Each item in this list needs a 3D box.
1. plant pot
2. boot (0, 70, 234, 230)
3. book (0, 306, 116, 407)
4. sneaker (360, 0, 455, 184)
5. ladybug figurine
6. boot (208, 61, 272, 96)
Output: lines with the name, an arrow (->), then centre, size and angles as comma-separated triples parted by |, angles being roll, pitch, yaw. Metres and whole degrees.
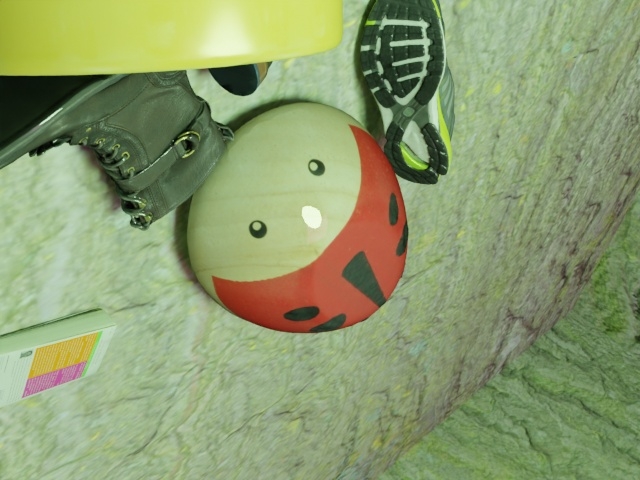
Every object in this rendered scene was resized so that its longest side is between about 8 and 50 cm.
plant pot -> -0.117, -0.233, 0.455 | 0.254, 0.254, 0.238 | -21, 116, -44
boot -> -0.190, -0.083, 0.695 | 0.263, 0.091, 0.229 | -41, 151, -22
book -> -0.310, 0.136, 0.851 | 0.144, 0.035, 0.096 | -15, 139, -48
sneaker -> 0.125, -0.219, 1.007 | 0.299, 0.111, 0.121 | 79, 24, -47
ladybug figurine -> 0.000, 0.000, 1.005 | 0.305, 0.162, 0.449 | -50, 153, -1
boot -> -0.074, -0.254, 0.705 | 0.219, 0.082, 0.106 | 86, 28, -48
